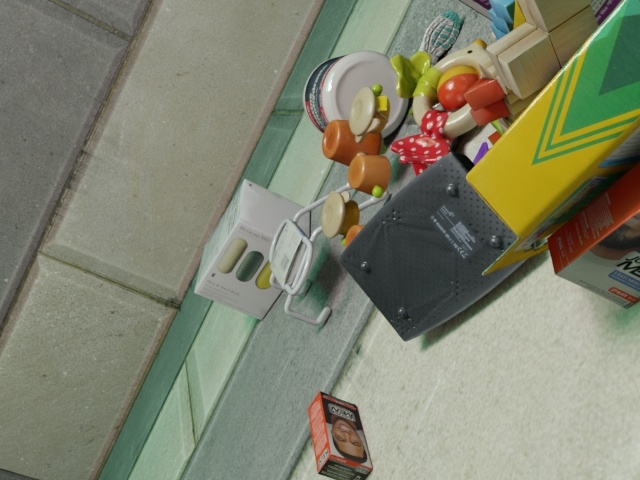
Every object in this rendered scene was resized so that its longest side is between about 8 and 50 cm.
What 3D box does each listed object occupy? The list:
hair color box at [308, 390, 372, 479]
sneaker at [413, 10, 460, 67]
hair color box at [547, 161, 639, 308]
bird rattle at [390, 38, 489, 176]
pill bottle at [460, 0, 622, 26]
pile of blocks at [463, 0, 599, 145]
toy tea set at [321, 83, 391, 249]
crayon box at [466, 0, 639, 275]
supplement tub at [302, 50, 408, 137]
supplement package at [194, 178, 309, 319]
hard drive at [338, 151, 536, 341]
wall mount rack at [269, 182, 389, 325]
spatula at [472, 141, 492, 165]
[{"bbox_3d":[0.027,0.294,1.000,0.043,0.072,0.141,-59,19,19],"label":"hair color box"},{"bbox_3d":[0.225,-0.398,1.380,0.166,0.065,0.076,-57,15,19],"label":"sneaker"},{"bbox_3d":[0.296,-0.016,0.591,0.167,0.093,0.053,-51,23,40],"label":"hair color box"},{"bbox_3d":[0.205,-0.234,1.118,0.207,0.143,0.253,-31,37,34],"label":"bird rattle"},{"bbox_3d":[0.250,-0.360,0.839,0.169,0.301,0.169,-54,20,31],"label":"pill bottle"},{"bbox_3d":[0.198,-0.172,0.712,0.112,0.149,0.362,-33,-20,8],"label":"pile of blocks"},{"bbox_3d":[0.092,-0.101,1.215,0.200,0.124,0.336,-20,66,62],"label":"toy tea set"},{"bbox_3d":[0.273,-0.114,0.613,0.083,0.203,0.323,53,128,21],"label":"crayon box"},{"bbox_3d":[0.069,-0.322,1.510,0.191,0.191,0.272,-64,17,3],"label":"supplement tub"},{"bbox_3d":[-0.175,0.025,1.742,0.263,0.199,0.198,-55,20,30],"label":"supplement package"},{"bbox_3d":[0.150,0.012,0.886,0.054,0.172,0.255,-31,-11,-47],"label":"hard drive"},{"bbox_3d":[0.000,0.000,1.407,0.304,0.130,0.350,-67,17,7],"label":"wall mount rack"},{"bbox_3d":[0.280,-0.149,0.925,0.296,0.030,0.084,-49,25,43],"label":"spatula"}]
